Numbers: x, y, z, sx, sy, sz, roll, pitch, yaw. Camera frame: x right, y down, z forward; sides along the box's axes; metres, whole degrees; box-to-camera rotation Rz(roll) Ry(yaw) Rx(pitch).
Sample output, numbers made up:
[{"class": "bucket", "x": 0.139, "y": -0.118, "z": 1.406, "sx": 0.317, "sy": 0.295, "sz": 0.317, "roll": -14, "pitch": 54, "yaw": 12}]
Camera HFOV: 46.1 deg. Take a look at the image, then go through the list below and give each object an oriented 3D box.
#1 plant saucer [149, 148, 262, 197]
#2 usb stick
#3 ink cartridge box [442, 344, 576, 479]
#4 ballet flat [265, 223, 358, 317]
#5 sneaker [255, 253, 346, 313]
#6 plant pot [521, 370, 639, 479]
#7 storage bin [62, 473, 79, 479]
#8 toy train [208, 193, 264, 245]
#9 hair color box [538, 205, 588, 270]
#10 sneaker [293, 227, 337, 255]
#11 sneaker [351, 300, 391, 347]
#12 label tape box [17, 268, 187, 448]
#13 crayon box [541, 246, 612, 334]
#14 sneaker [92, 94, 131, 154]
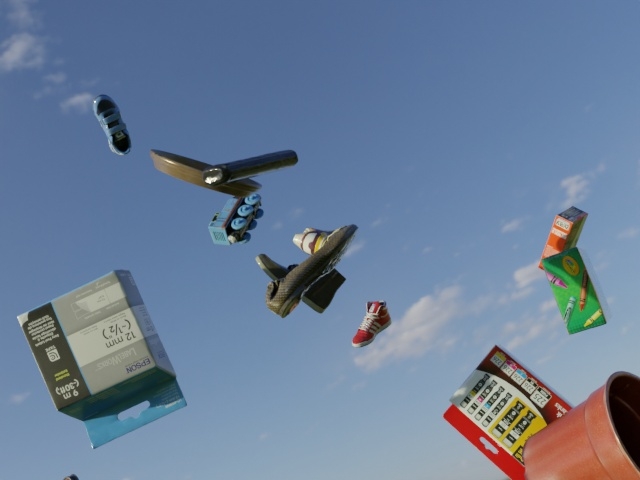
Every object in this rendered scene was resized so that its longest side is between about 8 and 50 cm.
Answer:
[{"class": "plant saucer", "x": -0.276, "y": -0.157, "z": 1.794, "sx": 0.277, "sy": 0.277, "sz": 0.041, "roll": 10, "pitch": -78, "yaw": -51}, {"class": "usb stick", "x": -0.147, "y": -0.159, "z": 1.632, "sx": 0.077, "sy": 0.045, "sz": 0.278, "roll": -9, "pitch": 7, "yaw": 33}, {"class": "ink cartridge box", "x": 0.516, "y": 0.484, "z": 2.033, "sx": 0.272, "sy": 0.309, "sz": 0.130, "roll": -52, "pitch": -20, "yaw": 6}, {"class": "ballet flat", "x": -0.015, "y": 0.041, "z": 1.323, "sx": 0.250, "sy": 0.058, "sz": 0.084, "roll": -45, "pitch": -17, "yaw": -36}, {"class": "sneaker", "x": -0.049, "y": 0.074, "z": 1.881, "sx": 0.118, "sy": 0.222, "sz": 0.083, "roll": -53, "pitch": 15, "yaw": 2}, {"class": "plant pot", "x": 0.588, "y": 0.456, "z": 1.582, "sx": 0.272, "sy": 0.272, "sz": 0.265, "roll": 2, "pitch": -34, "yaw": -43}, {"class": "storage bin", "x": -0.467, "y": 0.495, "z": 1.336, "sx": 0.091, "sy": 0.135, "sz": 0.098, "roll": 4, "pitch": -45, "yaw": -52}, {"class": "toy train", "x": -0.225, "y": -0.064, "z": 2.034, "sx": 0.105, "sy": 0.184, "sz": 0.080, "roll": 7, "pitch": -44, "yaw": 19}, {"class": "hair color box", "x": 0.648, "y": 0.001, "z": 2.009, "sx": 0.093, "sy": 0.053, "sz": 0.167, "roll": -24, "pitch": -47, "yaw": -41}, {"class": "sneaker", "x": 0.000, "y": 0.000, "z": 1.690, "sx": 0.083, "sy": 0.070, "sz": 0.185, "roll": 20, "pitch": 3, "yaw": 15}, {"class": "sneaker", "x": 0.103, "y": 0.171, "z": 1.577, "sx": 0.042, "sy": 0.067, "sz": 0.118, "roll": 12, "pitch": 36, "yaw": 40}, {"class": "label tape box", "x": -0.490, "y": 0.272, "z": 1.703, "sx": 0.249, "sy": 0.348, "sz": 0.115, "roll": -25, "pitch": -5, "yaw": 2}, {"class": "crayon box", "x": 0.564, "y": 0.107, "z": 1.641, "sx": 0.081, "sy": 0.165, "sz": 0.278, "roll": -22, "pitch": -11, "yaw": 21}, {"class": "sneaker", "x": -0.446, "y": -0.248, "z": 1.626, "sx": 0.053, "sy": 0.059, "sz": 0.144, "roll": -29, "pitch": -54, "yaw": -15}]
